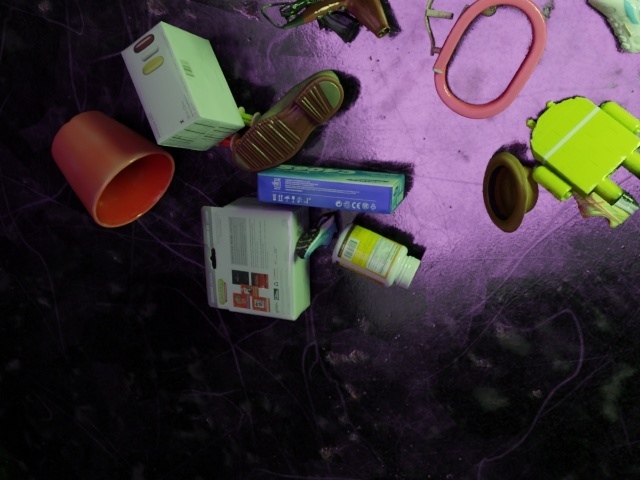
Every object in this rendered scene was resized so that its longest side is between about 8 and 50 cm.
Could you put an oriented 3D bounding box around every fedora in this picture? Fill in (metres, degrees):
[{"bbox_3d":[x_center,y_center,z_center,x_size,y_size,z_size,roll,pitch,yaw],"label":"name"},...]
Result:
[{"bbox_3d":[0.459,-0.116,1.454,0.079,0.194,0.194,-10,106,-16],"label":"fedora"}]

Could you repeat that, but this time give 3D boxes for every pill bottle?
[{"bbox_3d":[0.147,0.045,1.607,0.215,0.117,0.117,25,113,9],"label":"pill bottle"}]

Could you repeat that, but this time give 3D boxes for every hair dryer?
[{"bbox_3d":[0.029,-0.550,1.440,0.293,0.080,0.223,21,81,5],"label":"hair dryer"}]

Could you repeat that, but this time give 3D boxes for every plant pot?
[{"bbox_3d":[-0.590,-0.213,1.705,0.243,0.275,0.275,42,115,14],"label":"plant pot"}]

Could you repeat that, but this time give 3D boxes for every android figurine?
[{"bbox_3d":[0.587,-0.207,1.369,0.248,0.056,0.273,-45,66,2],"label":"android figurine"}]

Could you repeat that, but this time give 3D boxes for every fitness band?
[{"bbox_3d":[0.382,-0.418,1.399,0.209,0.054,0.291,28,121,1],"label":"fitness band"}]

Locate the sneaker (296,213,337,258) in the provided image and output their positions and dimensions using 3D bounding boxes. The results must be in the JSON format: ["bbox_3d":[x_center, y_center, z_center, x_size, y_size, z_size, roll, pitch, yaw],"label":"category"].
[{"bbox_3d":[0.000,0.000,1.627,0.063,0.162,0.073,-2,126,45],"label":"sneaker"}]

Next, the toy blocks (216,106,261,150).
[{"bbox_3d":[-0.244,-0.307,1.663,0.148,0.054,0.123,18,112,13],"label":"toy blocks"}]

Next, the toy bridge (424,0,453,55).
[{"bbox_3d":[0.277,-0.530,1.436,0.063,0.026,0.188,14,110,16],"label":"toy bridge"}]

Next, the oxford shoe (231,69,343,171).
[{"bbox_3d":[-0.083,-0.305,1.577,0.348,0.130,0.123,-33,119,19],"label":"oxford shoe"}]

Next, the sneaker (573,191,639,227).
[{"bbox_3d":[0.623,-0.098,1.428,0.208,0.081,0.094,32,122,10],"label":"sneaker"}]

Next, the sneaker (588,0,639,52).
[{"bbox_3d":[0.662,-0.454,1.301,0.229,0.087,0.092,35,116,7],"label":"sneaker"}]

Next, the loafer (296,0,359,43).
[{"bbox_3d":[0.010,-0.545,1.503,0.170,0.062,0.061,31,118,8],"label":"loafer"}]

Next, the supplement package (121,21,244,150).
[{"bbox_3d":[-0.346,-0.382,1.560,0.145,0.204,0.262,-27,82,24],"label":"supplement package"}]

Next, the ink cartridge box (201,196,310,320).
[{"bbox_3d":[-0.176,0.042,1.706,0.272,0.130,0.309,6,108,18],"label":"ink cartridge box"}]

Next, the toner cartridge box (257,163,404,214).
[{"bbox_3d":[0.028,-0.135,1.565,0.348,0.165,0.075,7,108,16],"label":"toner cartridge box"}]

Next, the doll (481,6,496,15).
[{"bbox_3d":[0.394,-0.599,1.366,0.129,0.046,0.189,16,110,14],"label":"doll"}]
